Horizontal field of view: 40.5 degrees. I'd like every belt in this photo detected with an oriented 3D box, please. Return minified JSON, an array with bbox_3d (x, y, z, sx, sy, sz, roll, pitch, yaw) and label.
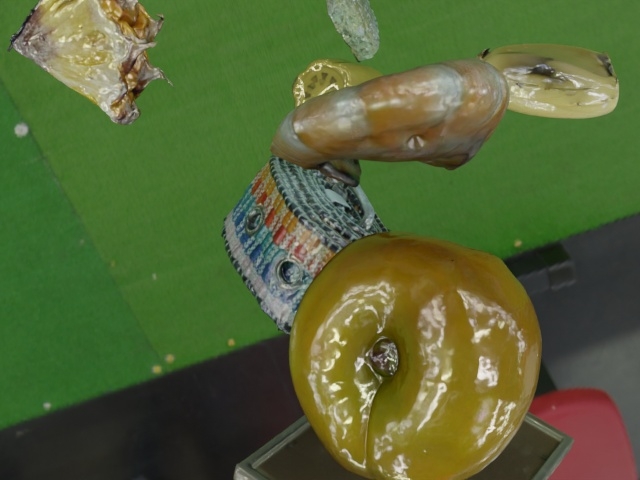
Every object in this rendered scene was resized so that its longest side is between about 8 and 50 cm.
[{"bbox_3d":[0.000,0.000,1.104,0.207,0.295,0.160,32,108,-25],"label":"belt"}]

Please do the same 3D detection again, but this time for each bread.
[{"bbox_3d":[0.057,-0.469,1.708,0.064,0.172,0.232,-17,99,21],"label":"bread"}]

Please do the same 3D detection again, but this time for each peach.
[{"bbox_3d":[0.084,0.112,0.822,0.153,0.251,0.251,-2,131,-50],"label":"peach"}]

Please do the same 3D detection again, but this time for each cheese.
[{"bbox_3d":[0.486,-0.356,1.907,0.316,0.259,0.128,8,117,0],"label":"cheese"}]

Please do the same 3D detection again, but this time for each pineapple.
[{"bbox_3d":[-0.182,-0.155,0.672,0.116,0.069,0.137,-8,99,7],"label":"pineapple"}]

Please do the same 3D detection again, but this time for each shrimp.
[{"bbox_3d":[0.046,-0.065,0.548,0.145,0.254,0.059,-16,91,8],"label":"shrimp"}]

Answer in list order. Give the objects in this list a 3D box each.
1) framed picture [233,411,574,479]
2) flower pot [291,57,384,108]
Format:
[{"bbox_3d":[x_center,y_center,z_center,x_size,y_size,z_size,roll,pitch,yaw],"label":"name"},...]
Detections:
[{"bbox_3d":[0.140,0.312,1.250,0.446,0.326,0.028,-26,137,-49],"label":"framed picture"},{"bbox_3d":[0.033,-0.292,1.805,0.195,0.195,0.179,-42,164,17],"label":"flower pot"}]
